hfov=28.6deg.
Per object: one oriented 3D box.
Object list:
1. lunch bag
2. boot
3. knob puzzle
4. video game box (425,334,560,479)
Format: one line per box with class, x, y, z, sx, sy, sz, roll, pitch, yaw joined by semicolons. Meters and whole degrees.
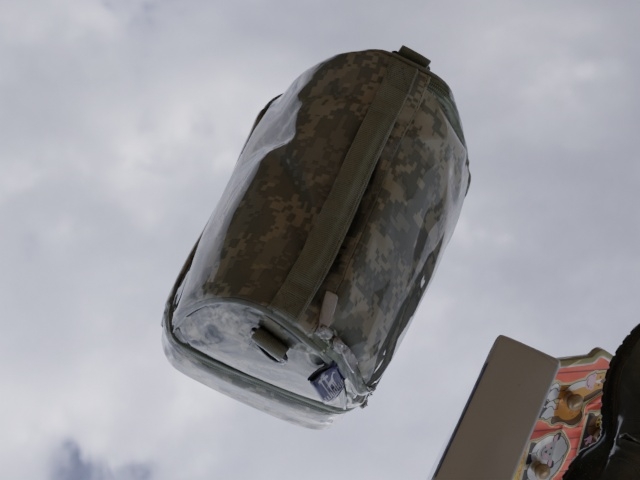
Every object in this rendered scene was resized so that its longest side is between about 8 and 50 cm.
lunch bag;0.000;0.000;1.121;0.212;0.256;0.305;26;-113;0
boot;0.300;0.162;0.998;0.161;0.083;0.246;-2;-140;38
knob puzzle;0.302;0.213;1.428;0.213;0.213;0.030;-19;-152;-21
video game box;0.068;0.185;0.751;0.048;0.187;0.205;24;-128;10
